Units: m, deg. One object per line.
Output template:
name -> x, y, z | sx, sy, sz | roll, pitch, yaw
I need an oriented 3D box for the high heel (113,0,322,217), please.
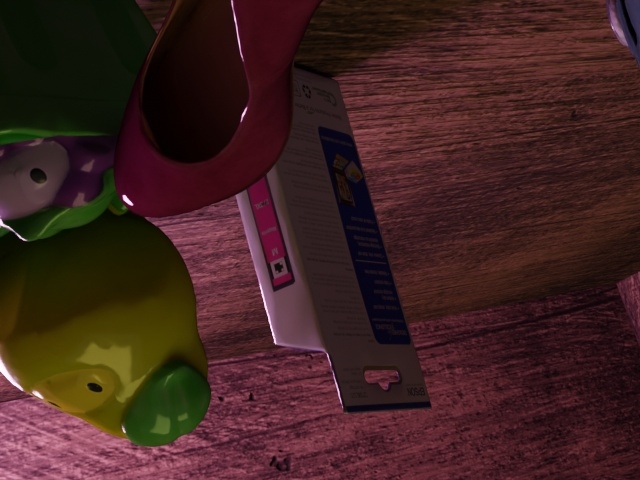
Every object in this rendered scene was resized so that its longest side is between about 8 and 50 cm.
high heel -> -0.083, -0.121, 0.832 | 0.181, 0.127, 0.377 | -17, 156, -44

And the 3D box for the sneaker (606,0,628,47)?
sneaker -> 0.411, -0.262, 1.412 | 0.226, 0.086, 0.163 | -17, 180, -44

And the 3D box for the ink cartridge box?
ink cartridge box -> 0.000, 0.000, 1.362 | 0.069, 0.370, 0.176 | -26, 163, 28

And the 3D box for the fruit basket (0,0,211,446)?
fruit basket -> -0.242, 0.008, 1.121 | 0.283, 0.392, 0.392 | -2, 159, -47

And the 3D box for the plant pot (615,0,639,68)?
plant pot -> 0.409, -0.258, 1.038 | 0.334, 0.341, 0.341 | -9, 166, -1
